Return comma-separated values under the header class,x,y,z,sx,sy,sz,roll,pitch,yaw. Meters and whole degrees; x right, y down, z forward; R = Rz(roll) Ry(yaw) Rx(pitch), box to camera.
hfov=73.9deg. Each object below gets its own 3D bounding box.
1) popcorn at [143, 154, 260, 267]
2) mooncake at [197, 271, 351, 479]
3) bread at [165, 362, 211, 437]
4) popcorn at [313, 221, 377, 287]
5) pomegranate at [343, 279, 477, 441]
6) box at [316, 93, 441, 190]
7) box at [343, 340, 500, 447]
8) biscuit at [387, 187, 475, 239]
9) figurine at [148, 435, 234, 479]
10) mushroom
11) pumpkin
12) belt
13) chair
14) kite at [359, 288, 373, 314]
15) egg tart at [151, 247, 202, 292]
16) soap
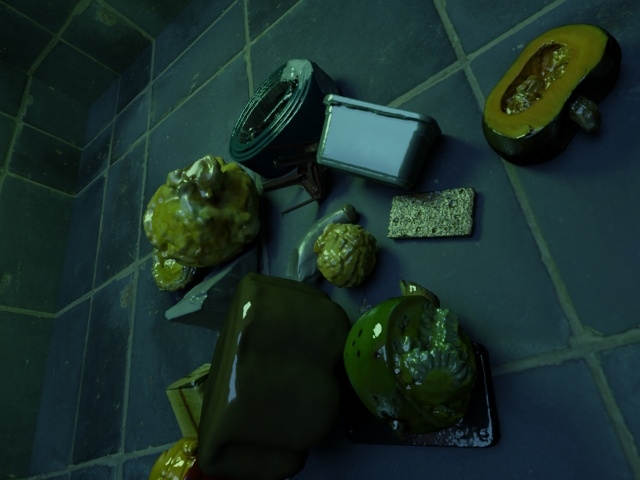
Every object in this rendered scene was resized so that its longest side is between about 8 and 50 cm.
class,x,y,z,sx,sy,sz,roll,pitch,yaw
popcorn,-0.384,-0.089,1.454,0.390,0.354,0.344,-41,91,28
mooncake,-0.122,0.309,1.007,0.467,0.262,0.467,-162,90,-75
bread,-0.350,0.540,1.357,0.167,0.163,0.264,-18,93,32
popcorn,0.065,0.037,1.137,0.180,0.180,0.170,-45,16,17
pomegranate,0.181,0.213,0.847,0.260,0.260,0.341,-22,27,32
box,0.141,-0.257,1.149,0.311,0.175,0.183,20,96,22
box,0.208,0.348,0.959,0.350,0.058,0.211,-17,61,33
biscuit,0.280,-0.066,1.088,0.230,0.025,0.131,0,73,39
figurine,-0.302,0.619,1.083,0.196,0.323,0.320,11,66,27
mushroom,0.000,0.000,1.248,0.118,0.103,0.270,31,88,43
pumpkin,0.513,-0.312,0.926,0.317,0.139,0.222,-50,45,9
belt,-0.138,-0.424,1.483,0.436,0.173,0.300,-39,49,21
chair,-0.015,-0.237,1.347,0.326,0.183,0.176,-20,46,-21
kite,0.125,0.168,1.137,0.044,0.002,0.078,3,75,40
egg tart,-0.540,0.076,1.652,0.288,0.118,0.288,-17,60,33
soap,-0.333,0.128,1.363,0.159,0.257,0.302,-23,59,33
